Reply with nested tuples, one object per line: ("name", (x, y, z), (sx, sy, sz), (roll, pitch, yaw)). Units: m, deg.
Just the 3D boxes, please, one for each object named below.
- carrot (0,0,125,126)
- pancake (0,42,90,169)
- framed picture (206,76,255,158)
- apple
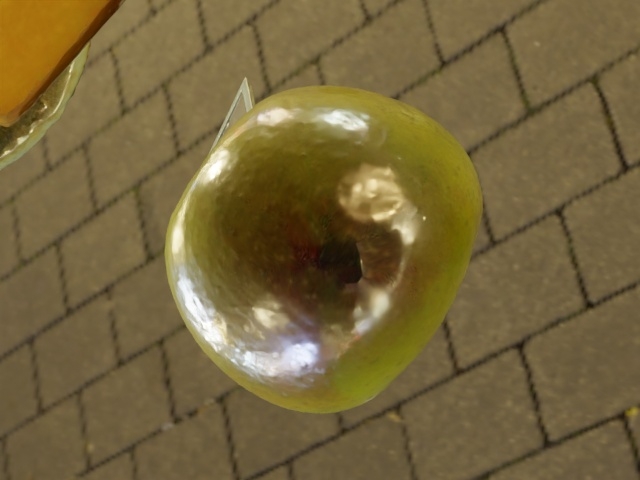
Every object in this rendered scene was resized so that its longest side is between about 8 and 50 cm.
("carrot", (-0.061, -0.183, 0.404), (0.114, 0.114, 0.302), (16, 82, 44))
("pancake", (-0.140, -0.073, 0.552), (0.108, 0.108, 0.017), (-61, 12, 11))
("framed picture", (-0.078, -0.036, 1.209), (0.142, 0.011, 0.183), (-62, 20, 23))
("apple", (0.000, 0.000, 0.856), (0.157, 0.196, 0.196), (35, 107, -2))
